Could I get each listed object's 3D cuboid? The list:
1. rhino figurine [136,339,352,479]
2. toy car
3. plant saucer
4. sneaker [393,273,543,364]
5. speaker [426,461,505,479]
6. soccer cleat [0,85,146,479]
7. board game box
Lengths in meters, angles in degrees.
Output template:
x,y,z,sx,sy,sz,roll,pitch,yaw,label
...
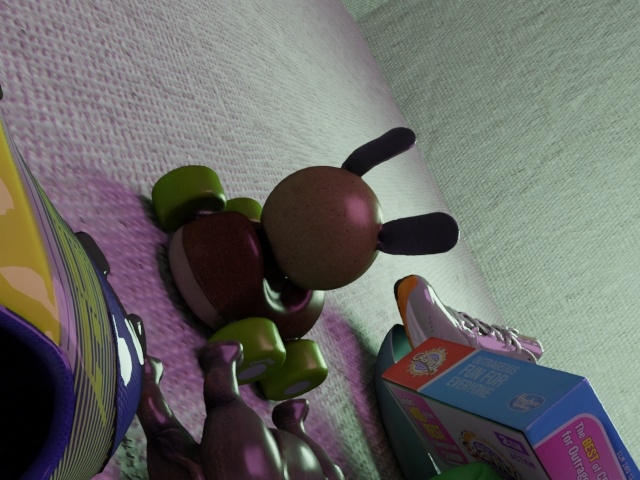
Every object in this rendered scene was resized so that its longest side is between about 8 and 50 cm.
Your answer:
x,y,z,sx,sy,sz,roll,pitch,yaw,label
-0.022,0.146,0.572,0.243,0.073,0.106,47,14,-51,rhino figurine
0.000,0.000,0.706,0.149,0.188,0.155,35,28,-62,toy car
0.139,0.240,1.068,0.318,0.043,0.318,55,14,-21,plant saucer
0.178,0.118,1.115,0.262,0.121,0.099,53,14,-33,sneaker
0.151,0.323,0.741,0.297,0.131,0.131,61,12,2,speaker
-0.163,-0.027,0.352,0.289,0.093,0.121,58,20,-12,soccer cleat
0.200,0.238,0.825,0.317,0.064,0.242,58,-17,-13,board game box
